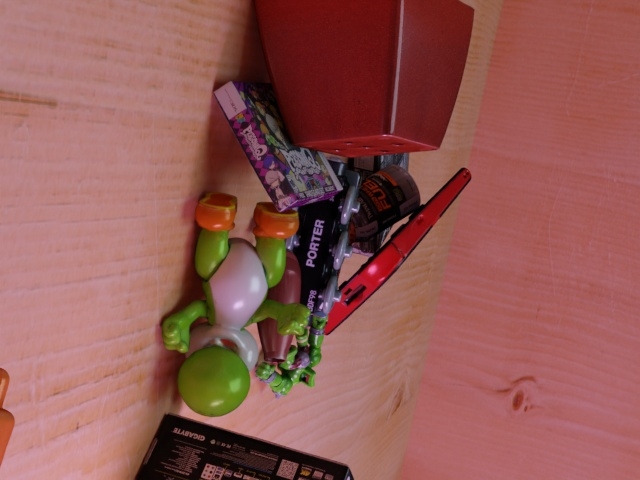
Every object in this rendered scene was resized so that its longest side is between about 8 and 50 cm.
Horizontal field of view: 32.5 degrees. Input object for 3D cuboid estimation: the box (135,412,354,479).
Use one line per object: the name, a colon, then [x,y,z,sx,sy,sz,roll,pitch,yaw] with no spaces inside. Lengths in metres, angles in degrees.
box: [-0.138,0.427,1.672,0.079,0.321,0.257,74,33,-56]

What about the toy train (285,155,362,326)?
toy train: [0.000,0.000,2.125,0.190,0.142,0.334,-33,135,-79]

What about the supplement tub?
supplement tub: [0.108,-0.072,2.328,0.190,0.117,0.117,-32,142,-22]

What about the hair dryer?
hair dryer: [-0.074,0.103,1.886,0.294,0.080,0.224,-94,-177,-58]

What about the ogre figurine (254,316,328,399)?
ogre figurine: [-0.052,0.237,2.188,0.197,0.096,0.118,-62,154,-46]

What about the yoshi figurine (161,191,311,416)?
yoshi figurine: [-0.139,0.122,1.697,0.203,0.203,0.362,-10,116,-55]

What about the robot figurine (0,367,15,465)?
robot figurine: [-0.381,0.220,1.071,0.158,0.128,0.220,169,-62,-70]

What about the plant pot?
plant pot: [0.074,-0.261,1.737,0.267,0.267,0.236,5,83,-57]

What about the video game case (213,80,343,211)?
video game case: [-0.062,-0.153,1.740,0.210,0.041,0.232,61,20,4]

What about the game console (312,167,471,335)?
game console: [0.135,0.028,2.290,0.342,0.060,0.386,-49,-179,-34]

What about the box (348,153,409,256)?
box: [0.137,-0.154,2.530,0.242,0.076,0.308,-57,155,-48]
